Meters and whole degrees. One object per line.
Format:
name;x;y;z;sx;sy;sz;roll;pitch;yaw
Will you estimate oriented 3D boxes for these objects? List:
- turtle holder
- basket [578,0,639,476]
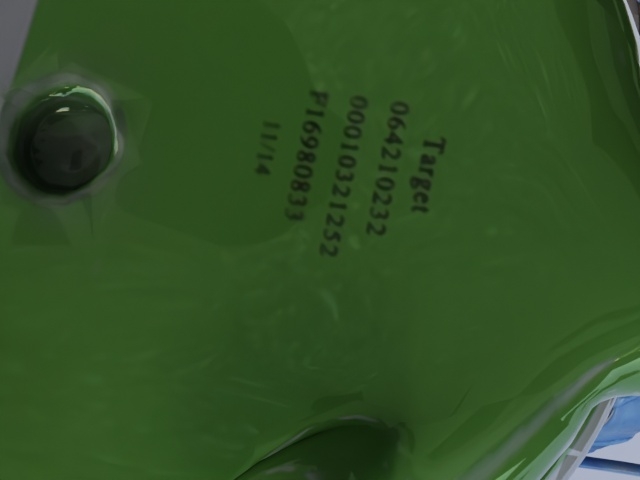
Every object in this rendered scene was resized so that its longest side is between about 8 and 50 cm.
turtle holder;-0.010;-0.016;0.498;0.320;0.227;0.243;-17;-104;9
basket;0.131;-0.004;0.939;0.289;0.201;0.254;4;-98;-21
